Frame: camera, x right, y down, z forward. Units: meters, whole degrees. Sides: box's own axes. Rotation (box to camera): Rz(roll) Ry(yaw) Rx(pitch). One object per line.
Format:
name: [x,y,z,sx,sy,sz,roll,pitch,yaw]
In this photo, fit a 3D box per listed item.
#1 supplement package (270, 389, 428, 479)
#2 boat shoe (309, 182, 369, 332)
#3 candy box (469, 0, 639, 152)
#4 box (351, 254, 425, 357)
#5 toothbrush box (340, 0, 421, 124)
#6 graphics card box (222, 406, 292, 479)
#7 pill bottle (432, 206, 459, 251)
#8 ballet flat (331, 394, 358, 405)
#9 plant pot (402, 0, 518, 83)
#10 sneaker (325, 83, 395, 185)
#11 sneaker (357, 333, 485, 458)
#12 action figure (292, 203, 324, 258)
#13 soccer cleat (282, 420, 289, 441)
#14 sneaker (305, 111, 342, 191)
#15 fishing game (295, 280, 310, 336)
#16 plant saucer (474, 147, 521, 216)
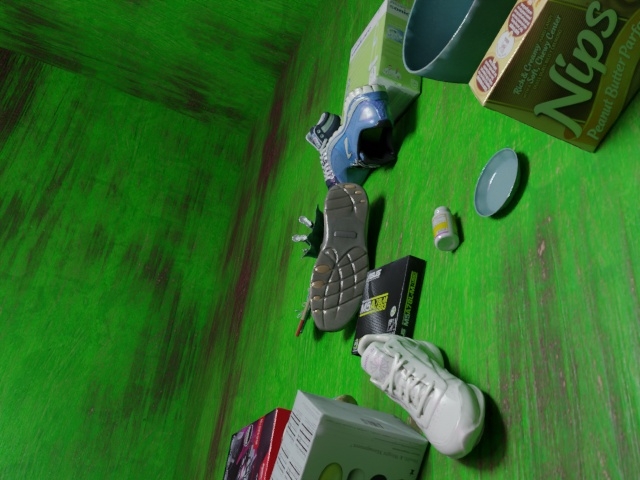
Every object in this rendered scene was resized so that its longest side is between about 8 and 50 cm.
supplement package: [0.037,0.382,1.166,0.149,0.194,0.203,-169,97,-74]
boat shoe: [0.056,0.046,1.654,0.130,0.132,0.355,73,-153,-73]
candy box: [0.354,-0.288,0.903,0.087,0.183,0.316,-95,29,-55]
box: [0.131,0.135,1.403,0.191,0.045,0.184,150,134,-65]
toothbrush box: [0.159,-0.435,1.800,0.206,0.122,0.283,132,151,-52]
graphics card box: [-0.150,0.567,1.748,0.371,0.094,0.232,133,151,-57]
pill bottle: [0.224,-0.023,1.276,0.083,0.043,0.043,-88,23,-45]
ballet flat: [0.022,0.464,1.307,0.123,0.123,0.348,-155,84,-74]
plant pot: [0.293,-0.382,1.181,0.290,0.196,0.290,-162,90,-73]
sneaker: [0.100,-0.220,1.721,0.330,0.130,0.147,104,153,-58]
sneaker: [0.141,0.230,1.080,0.114,0.152,0.305,-67,18,7]
action figure: [0.000,0.000,1.771,0.137,0.064,0.232,-69,-23,-6]
soccer cleat: [-0.046,0.487,1.562,0.076,0.068,0.196,-40,42,52]
sneaker: [0.025,-0.218,1.937,0.099,0.153,0.282,155,131,-69]
fishing game: [-0.028,0.144,1.786,0.264,0.041,0.189,-46,-24,-81]
plant saucer: [0.295,-0.092,1.164,0.119,0.021,0.119,-161,90,-73]
